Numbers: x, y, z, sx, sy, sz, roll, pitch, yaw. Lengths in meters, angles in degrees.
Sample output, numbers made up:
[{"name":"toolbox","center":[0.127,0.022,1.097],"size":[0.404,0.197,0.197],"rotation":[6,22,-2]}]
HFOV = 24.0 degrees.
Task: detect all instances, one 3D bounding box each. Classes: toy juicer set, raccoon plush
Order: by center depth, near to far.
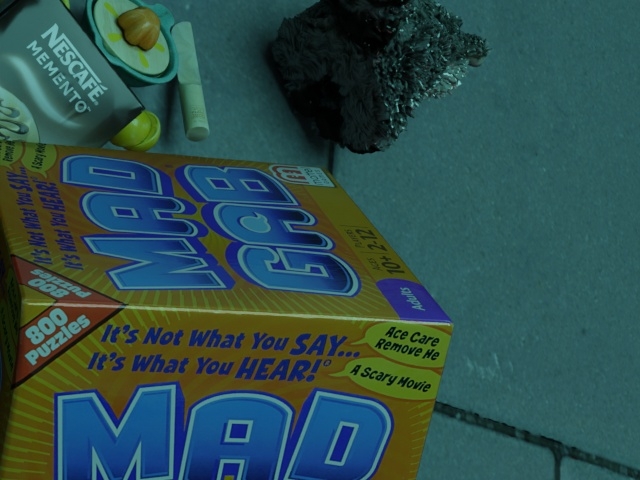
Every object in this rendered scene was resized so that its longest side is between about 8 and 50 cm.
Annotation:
[{"name":"toy juicer set","center":[-0.205,-0.201,1.729],"size":[0.329,0.089,0.209],"rotation":[1,59,-54]},{"name":"raccoon plush","center":[0.143,-0.289,1.945],"size":[0.299,0.446,0.216],"rotation":[-35,89,-32]}]

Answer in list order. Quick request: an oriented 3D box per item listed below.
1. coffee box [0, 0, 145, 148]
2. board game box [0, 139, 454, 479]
[{"name":"coffee box","center":[-0.347,-0.102,1.503],"size":[0.297,0.119,0.168],"rotation":[-43,110,-16]},{"name":"board game box","center":[-0.139,0.146,1.373],"size":[0.356,0.356,0.356],"rotation":[4,112,-21]}]
